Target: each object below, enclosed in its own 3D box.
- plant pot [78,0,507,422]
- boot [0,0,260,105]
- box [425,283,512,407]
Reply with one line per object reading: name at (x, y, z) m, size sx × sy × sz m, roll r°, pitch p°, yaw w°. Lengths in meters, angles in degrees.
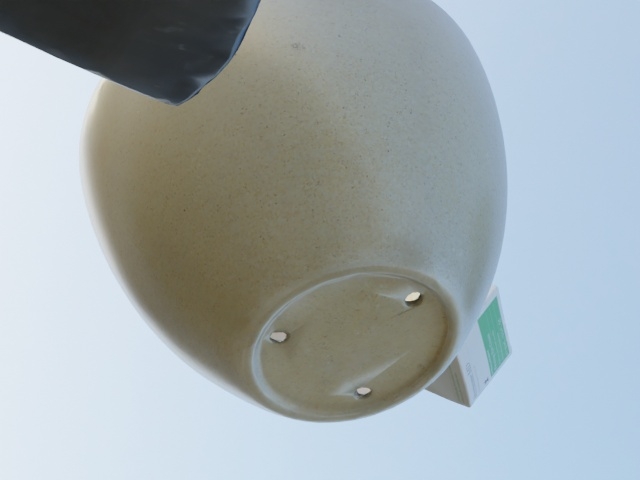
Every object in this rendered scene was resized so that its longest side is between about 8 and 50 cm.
plant pot at (0.000, 0.000, 0.708) m, size 0.191 × 0.284 × 0.284 m, roll -109°, pitch -158°, yaw -46°
boot at (-0.141, -0.239, 0.281) m, size 0.445 × 0.146 × 0.367 m, roll 22°, pitch -41°, yaw -29°
box at (0.124, 0.093, 1.141) m, size 0.102 × 0.087 × 0.101 m, roll 20°, pitch -37°, yaw 37°
